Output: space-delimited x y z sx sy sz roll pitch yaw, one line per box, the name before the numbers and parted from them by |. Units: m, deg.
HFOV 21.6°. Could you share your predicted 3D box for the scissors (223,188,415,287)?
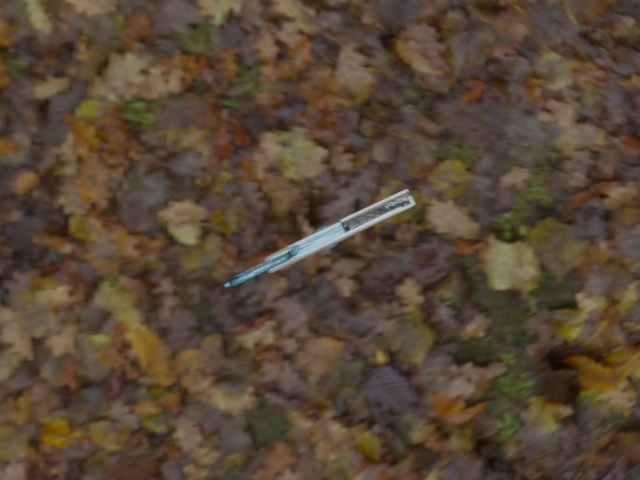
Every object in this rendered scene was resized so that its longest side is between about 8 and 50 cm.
scissors | 0.000 0.000 0.955 0.119 0.058 0.014 -26 91 -9
